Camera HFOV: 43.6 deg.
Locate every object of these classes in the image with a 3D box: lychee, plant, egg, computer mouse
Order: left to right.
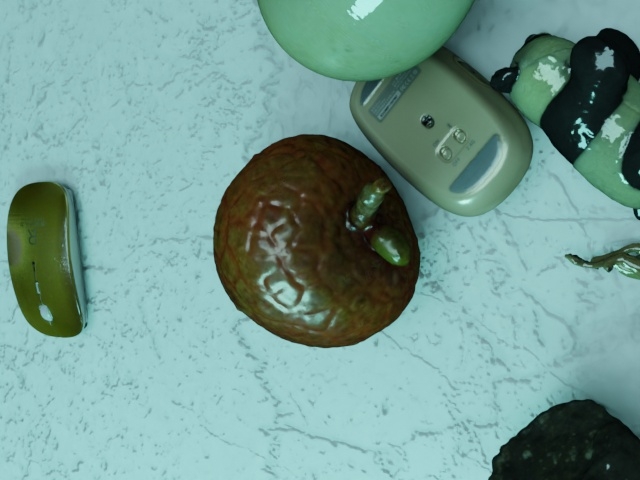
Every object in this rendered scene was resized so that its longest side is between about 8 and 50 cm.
[{"bbox_3d":[-0.419,0.033,1.226,0.126,0.056,0.245,1,100,26],"label":"computer mouse"},{"bbox_3d":[0.000,0.000,0.925,0.300,0.255,0.255,-27,86,40],"label":"lychee"},{"bbox_3d":[0.056,-0.278,0.791,0.295,0.219,0.218,-23,87,62],"label":"egg"},{"bbox_3d":[0.138,-0.133,0.919,0.236,0.082,0.145,46,112,25],"label":"computer mouse"},{"bbox_3d":[0.317,0.313,0.841,0.199,0.188,0.276,-42,99,4],"label":"plant"}]

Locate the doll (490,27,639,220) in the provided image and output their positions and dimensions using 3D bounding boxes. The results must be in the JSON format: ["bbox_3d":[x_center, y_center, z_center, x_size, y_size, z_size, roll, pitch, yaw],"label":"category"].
[{"bbox_3d":[0.293,-0.134,0.820,0.234,0.144,0.135,44,119,12],"label":"doll"}]

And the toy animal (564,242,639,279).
[{"bbox_3d":[0.370,0.053,0.855,0.220,0.069,0.086,16,83,17],"label":"toy animal"}]
